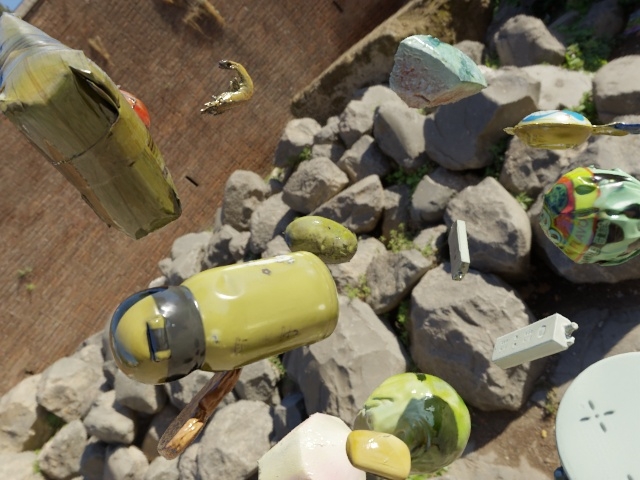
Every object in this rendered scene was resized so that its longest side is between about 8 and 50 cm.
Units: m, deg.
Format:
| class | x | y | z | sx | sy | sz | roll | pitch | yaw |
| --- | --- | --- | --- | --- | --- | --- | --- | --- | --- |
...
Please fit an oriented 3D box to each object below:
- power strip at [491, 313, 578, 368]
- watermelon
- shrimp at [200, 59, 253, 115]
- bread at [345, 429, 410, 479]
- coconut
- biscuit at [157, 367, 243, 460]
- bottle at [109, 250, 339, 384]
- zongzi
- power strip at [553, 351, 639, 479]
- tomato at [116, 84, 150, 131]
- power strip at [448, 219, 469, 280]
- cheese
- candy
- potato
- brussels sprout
| class | x | y | z | sx | sy | sz | roll | pitch | yaw |
| --- | --- | --- | --- | --- | --- | --- | --- | --- | --- |
| power strip | 0.643 | 0.311 | 1.372 | 0.098 | 0.058 | 0.338 | -59 | 2 | -33 |
| watermelon | 0.196 | -0.251 | 0.706 | 0.094 | 0.180 | 0.081 | 115 | 151 | -56 |
| shrimp | -0.253 | -0.403 | 1.184 | 0.178 | 0.124 | 0.034 | -33 | 32 | -28 |
| bread | 0.101 | 0.355 | 0.760 | 0.082 | 0.115 | 0.056 | -64 | -5 | -80 |
| coconut | -0.007 | 0.548 | 1.103 | 0.245 | 0.233 | 0.233 | -37 | 23 | 18 |
| biscuit | -0.194 | 0.279 | 0.760 | 0.192 | 0.036 | 0.186 | -49 | 3 | -25 |
| bottle | -0.152 | 0.122 | 0.730 | 0.171 | 0.351 | 0.172 | 13 | 106 | 51 |
| zongzi | -0.321 | -0.157 | 0.618 | 0.123 | 0.260 | 0.289 | -37 | 49 | -13 |
| power strip | 0.603 | 0.387 | 0.807 | 0.357 | 0.161 | 0.358 | -21 | 42 | 20 |
| tomato | -0.421 | -0.222 | 0.861 | 0.167 | 0.167 | 0.167 | -42 | 22 | 21 |
| power strip | 0.394 | 0.029 | 1.280 | 0.227 | 0.029 | 0.080 | -76 | -2 | -47 |
| cheese | 0.534 | -0.231 | 0.953 | 0.270 | 0.177 | 0.069 | 10 | 96 | 34 |
| candy | 0.355 | -0.011 | 0.383 | 0.305 | 0.083 | 0.091 | 7 | 68 | 19 |
| potato | 0.000 | 0.000 | 1.452 | 0.113 | 0.251 | 0.150 | -101 | 23 | -79 |
| brussels sprout | 0.276 | 0.553 | 1.332 | 0.344 | 0.344 | 0.268 | -49 | 17 | 3 |
